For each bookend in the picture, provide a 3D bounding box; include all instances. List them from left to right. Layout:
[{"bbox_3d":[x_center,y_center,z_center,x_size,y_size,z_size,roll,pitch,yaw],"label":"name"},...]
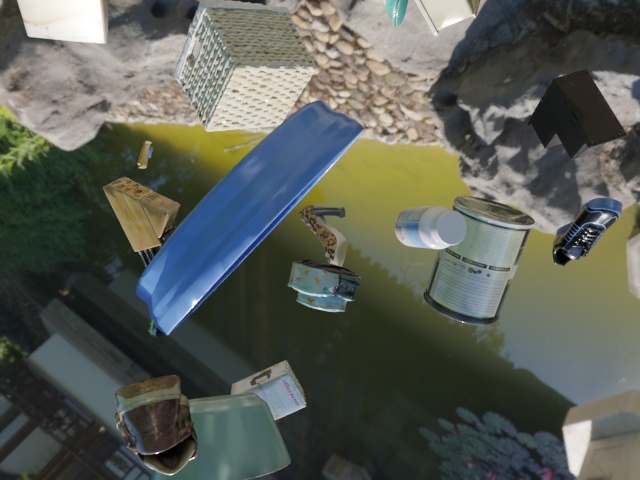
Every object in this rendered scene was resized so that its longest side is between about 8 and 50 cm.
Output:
[{"bbox_3d":[0.500,-0.223,1.033,0.156,0.073,0.157,80,171,-70],"label":"bookend"}]

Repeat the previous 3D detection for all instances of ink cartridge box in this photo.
[{"bbox_3d":[-0.144,0.435,1.464,0.072,0.175,0.127,-108,-7,-69],"label":"ink cartridge box"}]

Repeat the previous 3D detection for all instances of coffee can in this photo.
[{"bbox_3d":[0.398,0.048,1.327,0.202,0.202,0.275,23,113,25],"label":"coffee can"}]

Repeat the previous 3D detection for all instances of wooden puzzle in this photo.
[{"bbox_3d":[-0.453,-0.221,1.338,0.014,0.078,0.116,14,178,-8],"label":"wooden puzzle"}]

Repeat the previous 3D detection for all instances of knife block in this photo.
[{"bbox_3d":[-0.528,-0.026,1.555,0.276,0.088,0.242,27,114,0],"label":"knife block"}]

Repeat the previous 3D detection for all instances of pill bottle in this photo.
[{"bbox_3d":[0.223,-0.027,1.055,0.087,0.087,0.160,50,168,-14],"label":"pill bottle"}]

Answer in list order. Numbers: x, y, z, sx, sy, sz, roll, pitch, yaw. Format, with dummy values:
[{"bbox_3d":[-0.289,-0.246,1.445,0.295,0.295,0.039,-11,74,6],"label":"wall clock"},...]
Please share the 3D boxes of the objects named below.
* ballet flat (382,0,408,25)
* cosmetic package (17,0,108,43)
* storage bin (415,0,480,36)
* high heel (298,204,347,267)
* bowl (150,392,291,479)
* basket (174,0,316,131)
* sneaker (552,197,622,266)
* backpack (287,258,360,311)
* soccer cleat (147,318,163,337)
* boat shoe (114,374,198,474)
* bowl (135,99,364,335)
[{"bbox_3d":[0.209,-0.719,1.457,0.087,0.083,0.247,28,158,11],"label":"ballet flat"},{"bbox_3d":[-0.498,-0.531,0.982,0.160,0.113,0.309,-2,156,-17],"label":"cosmetic package"},{"bbox_3d":[0.322,-0.744,1.374,0.123,0.260,0.262,-9,139,40],"label":"storage bin"},{"bbox_3d":[0.000,0.000,1.917,0.186,0.093,0.261,4,95,29],"label":"high heel"},{"bbox_3d":[-0.229,0.446,1.202,0.312,0.163,0.311,-5,166,-1],"label":"bowl"},{"bbox_3d":[-0.249,-0.559,1.697,0.328,0.332,0.266,-46,65,47],"label":"basket"},{"bbox_3d":[0.612,-0.013,1.202,0.082,0.090,0.232,18,157,6],"label":"sneaker"},{"bbox_3d":[-0.002,0.131,1.550,0.188,0.144,0.166,24,175,-37],"label":"backpack"},{"bbox_3d":[-0.310,0.153,1.071,0.072,0.060,0.178,15,138,-13],"label":"soccer cleat"},{"bbox_3d":[-0.258,0.315,0.835,0.342,0.123,0.123,119,134,-58],"label":"boat shoe"},{"bbox_3d":[-0.101,-0.037,0.733,0.077,0.391,0.391,43,148,-4],"label":"bowl"}]
